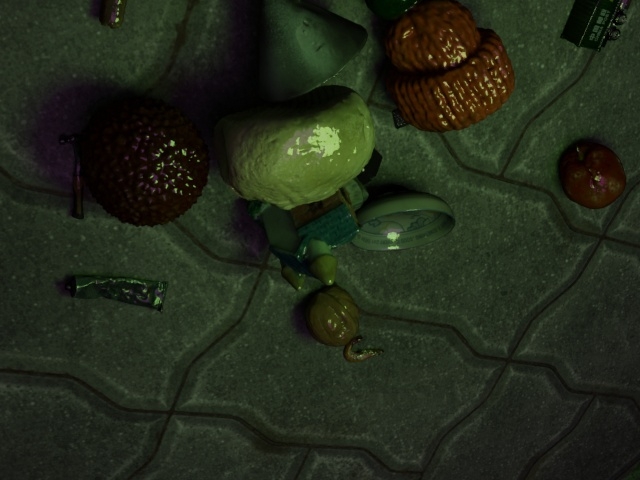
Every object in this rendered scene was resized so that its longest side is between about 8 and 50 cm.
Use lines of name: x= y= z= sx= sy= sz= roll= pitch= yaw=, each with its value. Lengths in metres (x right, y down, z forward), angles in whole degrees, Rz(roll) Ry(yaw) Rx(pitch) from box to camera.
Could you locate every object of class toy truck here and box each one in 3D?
toy truck: x=0.719 y=-0.610 z=1.984 sx=0.121 sy=0.088 sz=0.259 roll=5 pitch=118 yaw=-27

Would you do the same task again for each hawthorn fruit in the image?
hawthorn fruit: x=0.749 y=-0.192 z=2.197 sx=0.179 sy=0.179 sz=0.200 roll=-37 pitch=130 yaw=0

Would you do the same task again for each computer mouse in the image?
computer mouse: x=0.062 y=-0.208 z=1.935 sx=0.122 sy=0.073 sz=0.217 roll=-47 pitch=130 yaw=10

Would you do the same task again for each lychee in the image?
lychee: x=-0.365 y=-0.163 z=1.651 sx=0.276 sy=0.304 sz=0.275 roll=6 pitch=77 yaw=-29

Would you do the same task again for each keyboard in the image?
keyboard: x=0.254 y=-0.330 z=1.987 sx=0.155 sy=0.010 sz=0.053 roll=-25 pitch=125 yaw=-9

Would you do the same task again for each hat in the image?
hat: x=0.265 y=-0.462 z=1.784 sx=0.285 sy=0.285 sz=0.400 roll=-26 pitch=113 yaw=-9

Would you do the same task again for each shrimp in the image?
shrimp: x=0.130 y=0.317 z=2.315 sx=0.127 sy=0.025 sz=0.091 roll=-2 pitch=118 yaw=-21

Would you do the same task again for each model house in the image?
model house: x=0.000 y=0.000 z=1.837 sx=0.267 sy=0.325 sz=0.194 roll=-28 pitch=137 yaw=12

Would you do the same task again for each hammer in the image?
hammer: x=-0.528 y=-0.138 z=1.738 sx=0.078 sy=0.021 sz=0.201 roll=-5 pitch=121 yaw=-22

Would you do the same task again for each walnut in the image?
walnut: x=0.032 y=0.207 z=2.135 sx=0.167 sy=0.149 sz=0.166 roll=2 pitch=87 yaw=-39

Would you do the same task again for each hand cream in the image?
hand cream: x=-0.487 y=0.124 z=1.898 sx=0.248 sy=0.052 sz=0.075 roll=11 pitch=115 yaw=-30

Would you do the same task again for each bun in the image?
bun: x=-0.052 y=-0.192 z=1.697 sx=0.353 sy=0.349 sz=0.227 roll=-13 pitch=108 yaw=10

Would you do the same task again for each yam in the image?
yam: x=-0.383 y=-0.534 z=1.548 sx=0.057 sy=0.057 sz=0.241 roll=10 pitch=113 yaw=-29

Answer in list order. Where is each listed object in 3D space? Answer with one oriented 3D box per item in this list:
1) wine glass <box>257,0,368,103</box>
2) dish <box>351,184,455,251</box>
wine glass: x=-0.112 y=-0.505 z=1.570 sx=0.267 sy=0.267 sz=0.406 roll=-37 pitch=124 yaw=0
dish: x=0.201 y=-0.081 z=2.037 sx=0.274 sy=0.133 sz=0.273 roll=-7 pitch=160 yaw=-2
